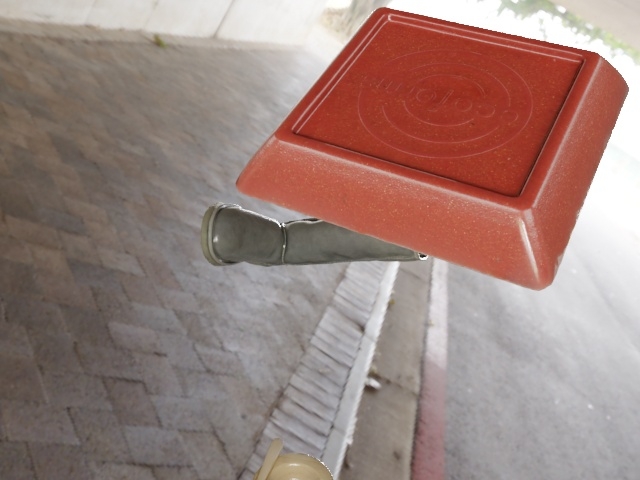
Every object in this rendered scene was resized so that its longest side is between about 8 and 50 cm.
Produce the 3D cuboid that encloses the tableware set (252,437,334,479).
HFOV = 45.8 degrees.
[{"bbox_3d":[-0.001,0.201,0.457,0.169,0.020,0.141,17,43,19],"label":"tableware set"}]

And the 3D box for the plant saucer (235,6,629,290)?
[{"bbox_3d":[0.099,-0.103,0.620,0.259,0.047,0.259,19,53,21],"label":"plant saucer"}]

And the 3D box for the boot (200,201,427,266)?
[{"bbox_3d":[0.000,-0.002,0.822,0.209,0.076,0.190,4,0,24],"label":"boot"}]
